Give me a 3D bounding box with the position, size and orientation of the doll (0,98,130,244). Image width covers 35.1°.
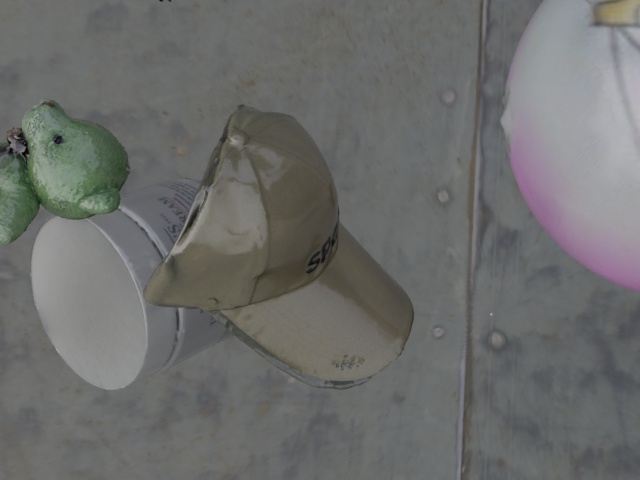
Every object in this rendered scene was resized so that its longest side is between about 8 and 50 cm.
[{"bbox_3d":[-0.198,-0.047,0.642,0.150,0.115,0.077,-6,125,-6],"label":"doll"}]

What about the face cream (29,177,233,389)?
[{"bbox_3d":[-0.170,0.037,0.986,0.177,0.153,0.177,18,118,37],"label":"face cream"}]

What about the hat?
[{"bbox_3d":[0.000,0.000,0.565,0.175,0.085,0.147,38,53,-23],"label":"hat"}]

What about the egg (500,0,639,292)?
[{"bbox_3d":[0.225,-0.060,0.480,0.271,0.196,0.196,8,87,16],"label":"egg"}]
